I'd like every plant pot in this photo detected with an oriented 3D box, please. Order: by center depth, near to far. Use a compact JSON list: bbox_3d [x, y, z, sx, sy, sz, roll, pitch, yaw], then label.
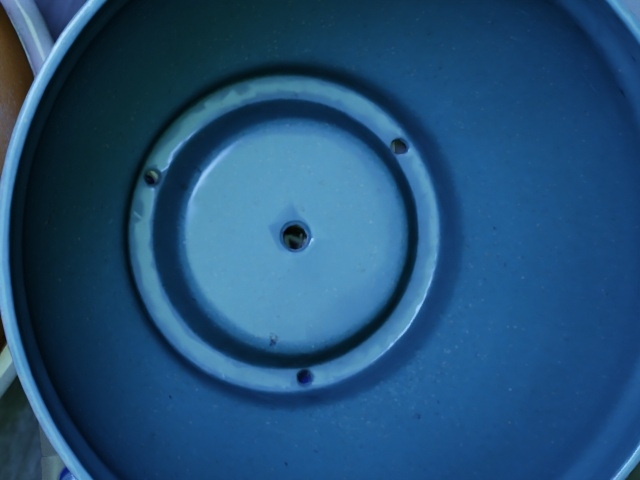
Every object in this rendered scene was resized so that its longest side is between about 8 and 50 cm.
[{"bbox_3d":[0.000,0.000,0.705,0.293,0.196,0.293,0,92,-12],"label":"plant pot"}]

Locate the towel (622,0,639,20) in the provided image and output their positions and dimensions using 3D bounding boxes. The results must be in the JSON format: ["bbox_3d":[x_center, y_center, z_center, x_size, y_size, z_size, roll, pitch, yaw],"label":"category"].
[{"bbox_3d":[0.226,-0.185,0.695,0.329,0.037,0.237,-5,134,15],"label":"towel"}]

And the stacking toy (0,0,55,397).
[{"bbox_3d":[-0.261,-0.018,0.530,0.350,0.480,0.351,-1,94,-9],"label":"stacking toy"}]

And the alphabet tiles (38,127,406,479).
[{"bbox_3d":[-0.051,0.065,0.809,0.198,0.009,0.237,-5,96,-9],"label":"alphabet tiles"}]

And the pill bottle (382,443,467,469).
[{"bbox_3d":[0.078,0.171,0.796,0.087,0.087,0.160,-11,101,-8],"label":"pill bottle"}]
